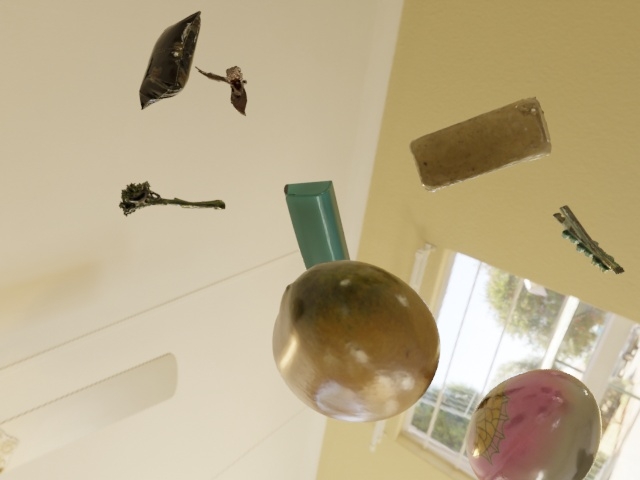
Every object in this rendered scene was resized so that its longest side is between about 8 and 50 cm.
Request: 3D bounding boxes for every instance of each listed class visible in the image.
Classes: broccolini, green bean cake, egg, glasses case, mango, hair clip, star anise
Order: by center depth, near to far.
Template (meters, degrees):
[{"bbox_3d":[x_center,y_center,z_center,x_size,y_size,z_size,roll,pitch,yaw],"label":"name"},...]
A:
[{"bbox_3d":[0.032,0.092,0.442,0.221,0.152,0.120,109,-179,-62],"label":"mango"},{"bbox_3d":[0.228,-0.134,0.704,0.109,0.179,0.085,-23,-84,-60],"label":"green bean cake"},{"bbox_3d":[0.359,0.327,0.834,0.196,0.196,0.271,-17,-40,-51],"label":"egg"},{"bbox_3d":[0.497,0.004,0.916,0.049,0.172,0.049,-13,-41,-12],"label":"hair clip"},{"bbox_3d":[-0.326,-0.090,1.096,0.071,0.057,0.254,-34,-19,34],"label":"broccolini"},{"bbox_3d":[-0.002,0.001,1.198,0.070,0.117,0.300,-73,-26,-48],"label":"glasses case"},{"bbox_3d":[-0.288,-0.463,1.457,0.144,0.140,0.158,-11,-37,-7],"label":"star anise"}]

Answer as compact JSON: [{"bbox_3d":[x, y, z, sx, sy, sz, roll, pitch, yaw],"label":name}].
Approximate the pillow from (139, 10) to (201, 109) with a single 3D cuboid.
[{"bbox_3d":[-0.223,-0.268,0.737,0.048,0.091,0.150,45,-131,-56],"label":"pillow"}]
